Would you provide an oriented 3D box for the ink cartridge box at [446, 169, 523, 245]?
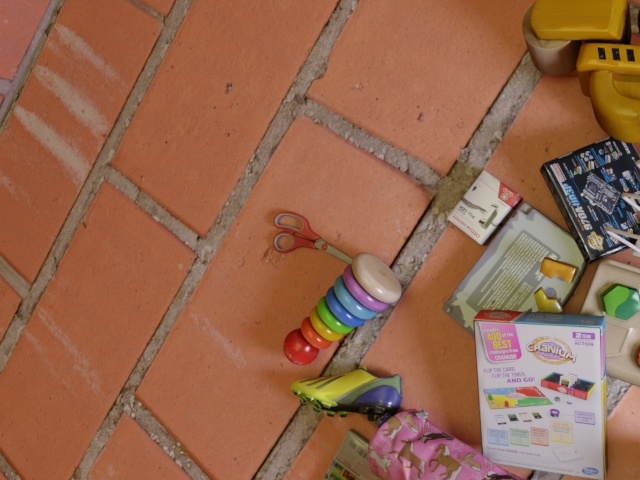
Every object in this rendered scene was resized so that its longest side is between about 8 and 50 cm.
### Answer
[{"bbox_3d":[0.359,-0.070,1.458,0.099,0.056,0.135,41,104,24],"label":"ink cartridge box"}]

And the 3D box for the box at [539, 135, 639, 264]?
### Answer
[{"bbox_3d":[0.566,-0.086,1.322,0.175,0.051,0.220,-23,74,4],"label":"box"}]

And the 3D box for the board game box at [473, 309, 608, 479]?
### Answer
[{"bbox_3d":[0.437,0.301,1.321,0.242,0.064,0.316,1,104,28],"label":"board game box"}]

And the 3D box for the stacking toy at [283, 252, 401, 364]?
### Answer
[{"bbox_3d":[0.036,0.183,1.576,0.330,0.141,0.141,-47,66,24],"label":"stacking toy"}]

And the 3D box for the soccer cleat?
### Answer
[{"bbox_3d":[0.062,0.350,1.574,0.289,0.093,0.121,0,54,33],"label":"soccer cleat"}]

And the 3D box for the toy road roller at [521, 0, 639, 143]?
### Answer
[{"bbox_3d":[0.548,-0.328,1.285,0.330,0.202,0.240,13,84,29],"label":"toy road roller"}]

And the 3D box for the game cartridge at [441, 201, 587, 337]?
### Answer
[{"bbox_3d":[0.420,0.093,1.412,0.198,0.062,0.297,41,104,21],"label":"game cartridge"}]

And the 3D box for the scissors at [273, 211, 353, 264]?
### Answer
[{"bbox_3d":[0.000,0.000,1.664,0.297,0.021,0.108,13,89,30],"label":"scissors"}]

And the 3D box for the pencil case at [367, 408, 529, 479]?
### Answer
[{"bbox_3d":[0.273,0.487,1.340,0.386,0.160,0.167,25,121,44],"label":"pencil case"}]

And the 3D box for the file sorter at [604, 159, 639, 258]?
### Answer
[{"bbox_3d":[0.647,-0.095,1.138,0.193,0.173,0.277,26,92,51],"label":"file sorter"}]

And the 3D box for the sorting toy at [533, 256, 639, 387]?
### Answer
[{"bbox_3d":[0.556,0.153,1.274,0.307,0.041,0.229,19,109,16],"label":"sorting toy"}]

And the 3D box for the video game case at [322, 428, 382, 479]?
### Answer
[{"bbox_3d":[0.112,0.587,1.543,0.227,0.026,0.206,30,99,26],"label":"video game case"}]
